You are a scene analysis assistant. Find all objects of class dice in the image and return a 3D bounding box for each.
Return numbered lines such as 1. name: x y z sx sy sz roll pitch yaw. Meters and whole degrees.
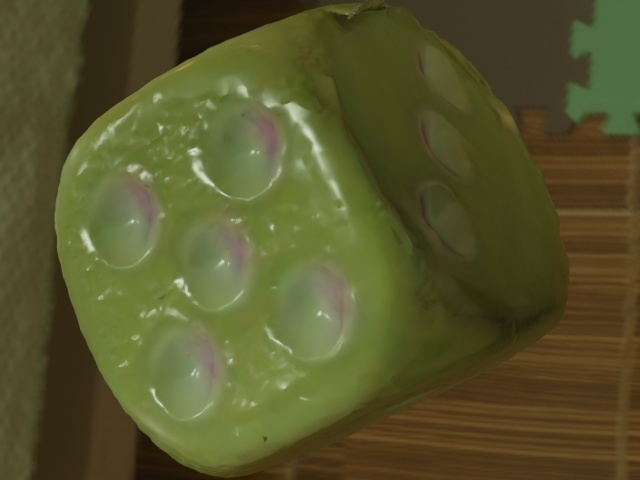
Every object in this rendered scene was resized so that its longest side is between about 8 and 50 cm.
1. dice: 0.000 0.000 1.160 0.254 0.252 0.250 -29 81 31
